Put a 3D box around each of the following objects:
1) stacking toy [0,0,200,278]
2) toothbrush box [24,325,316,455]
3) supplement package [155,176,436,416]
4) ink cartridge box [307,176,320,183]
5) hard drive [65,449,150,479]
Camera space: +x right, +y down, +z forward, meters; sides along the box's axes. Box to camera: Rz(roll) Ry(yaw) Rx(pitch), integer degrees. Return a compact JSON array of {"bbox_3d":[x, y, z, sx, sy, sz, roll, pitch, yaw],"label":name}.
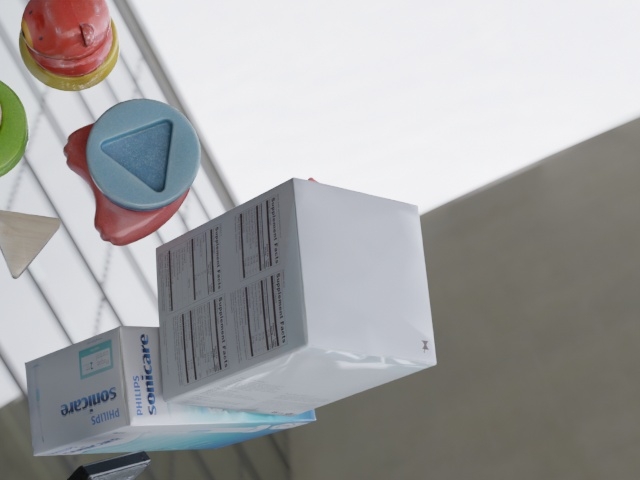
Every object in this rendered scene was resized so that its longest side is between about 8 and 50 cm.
[{"bbox_3d":[-0.302,-0.131,1.862,0.279,0.309,0.130,-32,175,-16],"label":"stacking toy"},{"bbox_3d":[-0.189,0.191,2.046,0.295,0.126,0.216,3,163,-42],"label":"toothbrush box"},{"bbox_3d":[-0.033,0.074,1.892,0.199,0.198,0.262,11,155,-40],"label":"supplement package"},{"bbox_3d":[0.000,0.000,2.350,0.078,0.231,0.134,16,-100,40],"label":"ink cartridge box"},{"bbox_3d":[-0.265,0.289,1.895,0.094,0.022,0.135,-46,163,18],"label":"hard drive"}]
